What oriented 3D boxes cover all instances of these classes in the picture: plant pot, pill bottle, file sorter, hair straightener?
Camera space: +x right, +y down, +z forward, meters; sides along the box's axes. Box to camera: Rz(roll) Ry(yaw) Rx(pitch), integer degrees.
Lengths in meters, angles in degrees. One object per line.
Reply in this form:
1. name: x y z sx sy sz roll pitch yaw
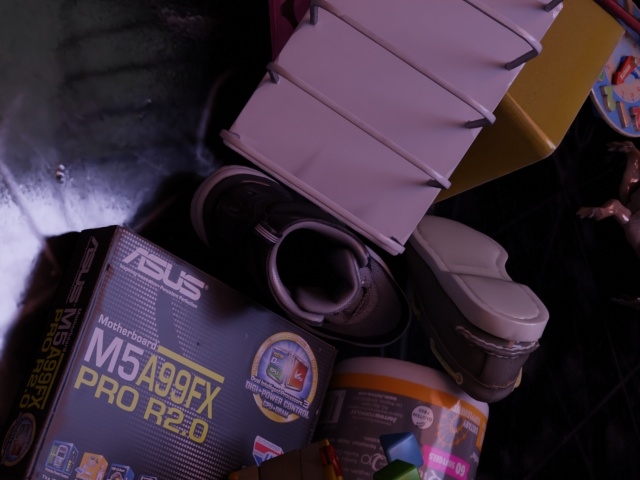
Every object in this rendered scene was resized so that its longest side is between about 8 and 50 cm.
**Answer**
1. plant pot: 0.146 -0.190 1.168 0.187 0.212 0.212 46 55 -15
2. pill bottle: 0.052 0.261 1.044 0.162 0.162 0.278 32 64 -38
3. file sorter: 0.066 -0.150 0.961 0.193 0.173 0.277 33 92 -1
4. hair straightener: 0.464 -0.304 1.514 0.230 0.047 0.089 32 101 -25

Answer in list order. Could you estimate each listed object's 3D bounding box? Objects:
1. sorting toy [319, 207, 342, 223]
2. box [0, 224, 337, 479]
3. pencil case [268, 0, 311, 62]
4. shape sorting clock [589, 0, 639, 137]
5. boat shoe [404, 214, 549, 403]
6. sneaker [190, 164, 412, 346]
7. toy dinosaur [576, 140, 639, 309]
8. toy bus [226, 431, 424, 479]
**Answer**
1. sorting toy: 0.000 0.000 1.123 0.083 0.012 0.062 -20 95 -41
2. box: -0.119 0.141 0.956 0.270 0.060 0.216 34 64 -37
3. pencil case: -0.012 -0.254 1.083 0.098 0.095 0.209 -7 93 -35
4. shape sorting clock: 0.416 -0.242 1.541 0.206 0.040 0.206 6 82 -45
5. boat shoe: 0.137 0.054 1.111 0.109 0.305 0.091 11 108 -11
6. sneaker: 0.008 0.041 1.015 0.269 0.153 0.101 37 90 -33
7. toy dinosaur: 0.444 -0.014 1.497 0.200 0.127 0.295 64 36 -29
8. toy bus: -0.015 0.240 0.874 0.202 0.191 0.104 -33 110 -41
